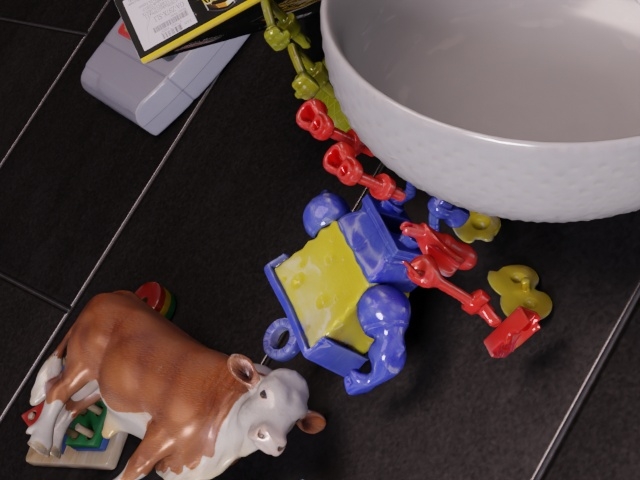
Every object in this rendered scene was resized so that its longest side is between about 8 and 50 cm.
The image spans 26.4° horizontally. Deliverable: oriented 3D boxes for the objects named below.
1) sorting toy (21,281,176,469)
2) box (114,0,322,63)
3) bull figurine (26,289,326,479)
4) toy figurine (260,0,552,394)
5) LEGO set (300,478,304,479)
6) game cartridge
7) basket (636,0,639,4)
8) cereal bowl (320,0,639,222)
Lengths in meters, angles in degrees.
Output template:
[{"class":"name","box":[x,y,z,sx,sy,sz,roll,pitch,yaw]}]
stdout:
[{"class":"sorting toy","box":[-0.241,0.164,1.350,0.132,0.046,0.274,-6,57,42]},{"class":"box","box":[-0.004,-0.274,1.291,0.257,0.079,0.322,-25,3,30]},{"class":"bull figurine","box":[-0.138,0.152,1.193,0.310,0.101,0.188,28,76,46]},{"class":"toy figurine","box":[0.000,0.000,1.129,0.217,0.191,0.362,-48,48,23]},{"class":"LEGO set","box":[-0.046,0.264,1.045,0.227,0.087,0.093,-31,42,25]},{"class":"game cartridge","box":[-0.150,-0.268,1.602,0.294,0.060,0.196,-54,42,-3]},{"class":"basket","box":[0.327,-0.260,0.770,0.328,0.331,0.266,-48,41,24]},{"class":"cereal bowl","box":[0.172,-0.132,1.049,0.339,0.141,0.339,-3,46,3]}]
